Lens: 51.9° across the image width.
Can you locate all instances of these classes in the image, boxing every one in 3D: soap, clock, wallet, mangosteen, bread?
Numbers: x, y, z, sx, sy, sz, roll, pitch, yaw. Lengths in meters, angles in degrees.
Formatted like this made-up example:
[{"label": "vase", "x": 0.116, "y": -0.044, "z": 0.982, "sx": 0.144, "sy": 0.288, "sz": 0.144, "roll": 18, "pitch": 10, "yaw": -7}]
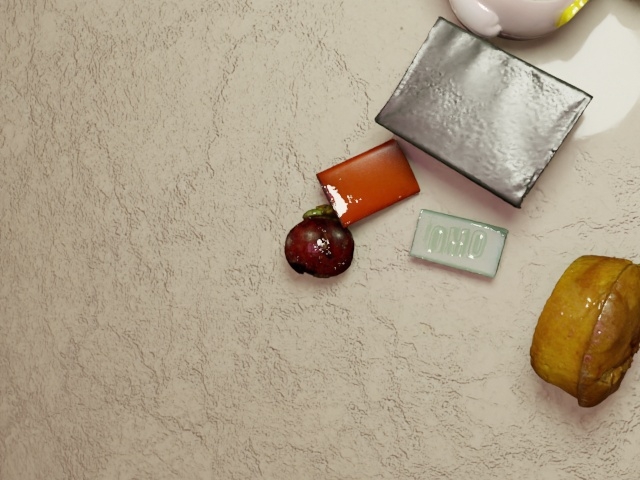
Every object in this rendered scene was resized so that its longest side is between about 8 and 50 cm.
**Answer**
[{"label": "soap", "x": 0.309, "y": 0.005, "z": 1.475, "sx": 0.198, "sy": 0.063, "sz": 0.114, "roll": 14, "pitch": 98, "yaw": 18}, {"label": "clock", "x": 0.371, "y": -0.590, "z": 1.285, "sx": 0.377, "sy": 0.250, "sz": 0.368, "roll": 41, "pitch": 95, "yaw": 0}, {"label": "wallet", "x": 0.109, "y": -0.132, "z": 1.502, "sx": 0.204, "sy": 0.045, "sz": 0.142, "roll": -26, "pitch": 82, "yaw": -8}, {"label": "mangosteen", "x": 0.000, "y": 0.000, "z": 1.549, "sx": 0.166, "sy": 0.166, "sz": 0.180, "roll": 0, "pitch": 69, "yaw": 20}, {"label": "bread", "x": 0.538, "y": 0.176, "z": 1.298, "sx": 0.172, "sy": 0.312, "sz": 0.312, "roll": 21, "pitch": 102, "yaw": 34}]

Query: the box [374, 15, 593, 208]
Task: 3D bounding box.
[{"label": "box", "x": 0.339, "y": -0.260, "z": 1.368, "sx": 0.345, "sy": 0.204, "sz": 0.251, "roll": 35, "pitch": 104, "yaw": 14}]
